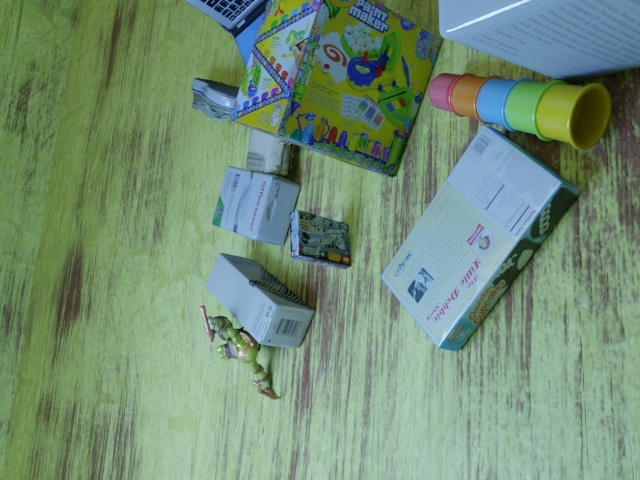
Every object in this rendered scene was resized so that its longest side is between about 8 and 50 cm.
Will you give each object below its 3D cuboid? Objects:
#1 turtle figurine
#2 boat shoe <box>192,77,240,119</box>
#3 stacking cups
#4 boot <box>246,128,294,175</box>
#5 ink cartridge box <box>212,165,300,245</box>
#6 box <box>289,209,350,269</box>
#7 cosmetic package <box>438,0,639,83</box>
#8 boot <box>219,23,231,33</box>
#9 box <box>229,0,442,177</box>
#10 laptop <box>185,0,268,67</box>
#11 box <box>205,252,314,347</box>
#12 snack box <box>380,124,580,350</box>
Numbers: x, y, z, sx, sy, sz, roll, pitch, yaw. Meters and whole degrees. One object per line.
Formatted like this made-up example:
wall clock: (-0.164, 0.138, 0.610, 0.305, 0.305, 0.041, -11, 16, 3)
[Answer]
turtle figurine: (-0.186, 0.219, 1.423, 0.087, 0.269, 0.217, -43, 20, -16)
boat shoe: (-0.275, -0.375, 1.774, 0.302, 0.109, 0.094, 38, 124, 58)
stacking cups: (0.293, -0.224, 1.037, 0.316, 0.096, 0.096, 30, 103, 50)
boot: (-0.063, -0.247, 1.472, 0.262, 0.095, 0.203, 6, 96, 31)
ink cartridge box: (-0.154, -0.083, 1.535, 0.208, 0.087, 0.153, 19, 94, 52)
box: (0.000, 0.000, 1.286, 0.027, 0.137, 0.094, -24, 61, 44)
cosmetic package: (0.386, -0.413, 0.773, 0.393, 0.327, 0.329, -5, 84, 50)
boot: (-0.140, -0.680, 1.615, 0.377, 0.138, 0.284, -62, 28, 15)
box: (0.032, -0.300, 1.219, 0.177, 0.290, 0.279, 27, 99, 51)
laptop: (-0.142, -0.513, 1.429, 0.382, 0.408, 0.236, -25, 51, 43)
box: (-0.139, 0.128, 1.437, 0.275, 0.113, 0.094, 35, 105, 48)
snack box: (0.244, -0.003, 1.058, 0.322, 0.060, 0.187, -58, 42, 21)
